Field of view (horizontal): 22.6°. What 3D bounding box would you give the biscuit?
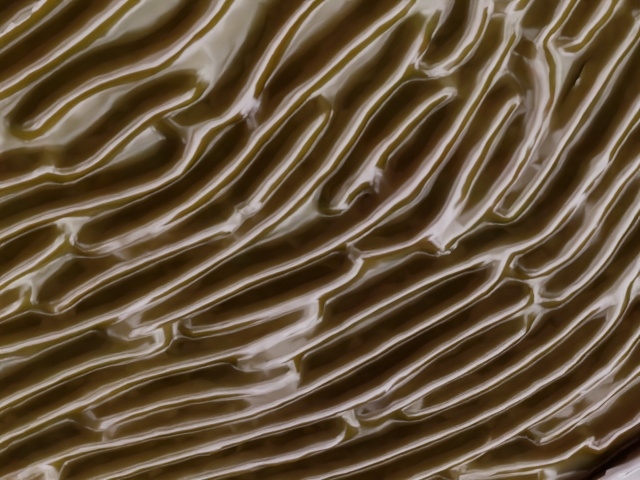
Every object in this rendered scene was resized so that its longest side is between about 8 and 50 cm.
[{"bbox_3d":[0.000,0.000,0.489,0.318,0.318,0.040,-24,-150,0],"label":"biscuit"}]
